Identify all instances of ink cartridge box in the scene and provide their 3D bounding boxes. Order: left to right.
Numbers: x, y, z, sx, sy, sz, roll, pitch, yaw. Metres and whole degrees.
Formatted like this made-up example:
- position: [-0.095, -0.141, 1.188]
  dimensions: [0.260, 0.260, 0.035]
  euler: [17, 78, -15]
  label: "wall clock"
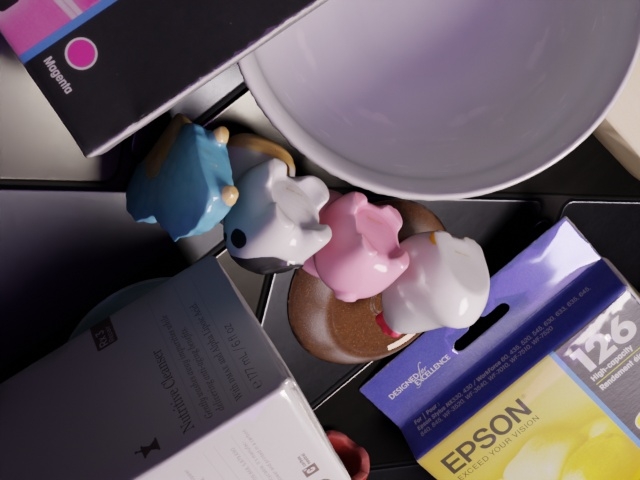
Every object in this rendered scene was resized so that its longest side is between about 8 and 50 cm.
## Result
- position: [-0.069, -0.235, 0.880]
  dimensions: [0.371, 0.069, 0.175]
  euler: [-34, 97, 0]
  label: "ink cartridge box"
- position: [0.256, 0.178, 1.321]
  dimensions: [0.303, 0.072, 0.307]
  euler: [-42, 116, 12]
  label: "ink cartridge box"

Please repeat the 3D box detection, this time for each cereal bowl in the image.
- position: [0.090, -0.203, 0.989]
  dimensions: [0.339, 0.141, 0.339]
  euler: [0, 97, -2]
  label: "cereal bowl"

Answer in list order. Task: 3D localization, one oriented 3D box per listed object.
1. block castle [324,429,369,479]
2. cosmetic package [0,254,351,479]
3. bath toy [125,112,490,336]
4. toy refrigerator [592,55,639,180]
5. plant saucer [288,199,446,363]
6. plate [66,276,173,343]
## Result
- position: [-0.008, 0.383, 1.125]
  dimensions: [0.303, 0.453, 0.213]
  euler: [-3, 127, -29]
  label: "block castle"
- position: [-0.194, 0.210, 1.035]
  dimensions: [0.385, 0.217, 0.156]
  euler: [-32, 127, -5]
  label: "cosmetic package"
- position: [0.000, 0.000, 1.090]
  dimensions: [0.348, 0.151, 0.129]
  euler: [24, 134, -31]
  label: "bath toy"
- position: [0.325, -0.148, 1.234]
  dimensions: [0.269, 0.102, 0.094]
  euler: [35, 96, -40]
  label: "toy refrigerator"
- position: [0.062, 0.053, 1.238]
  dimensions: [0.199, 0.036, 0.198]
  euler: [-16, 125, -24]
  label: "plant saucer"
- position: [-0.161, 0.122, 1.151]
  dimensions: [0.188, 0.024, 0.188]
  euler: [-15, 125, -23]
  label: "plate"
